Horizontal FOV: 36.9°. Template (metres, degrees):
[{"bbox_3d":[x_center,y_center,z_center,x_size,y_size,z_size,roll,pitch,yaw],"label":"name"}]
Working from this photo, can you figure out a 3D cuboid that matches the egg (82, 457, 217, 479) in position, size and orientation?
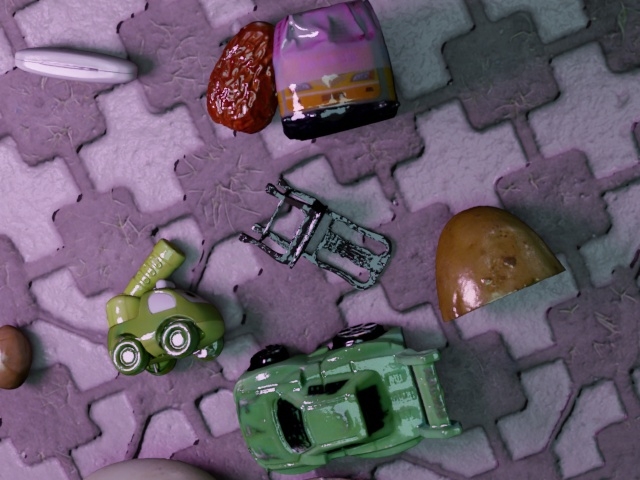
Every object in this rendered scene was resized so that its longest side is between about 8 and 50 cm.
[{"bbox_3d":[-0.278,0.471,1.601,0.295,0.218,0.218,14,102,15],"label":"egg"}]

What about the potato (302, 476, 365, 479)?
[{"bbox_3d":[0.058,0.530,1.657,0.264,0.211,0.189,36,145,28],"label":"potato"}]

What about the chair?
[{"bbox_3d":[0.000,0.000,1.549,0.229,0.113,0.106,29,103,1],"label":"chair"}]

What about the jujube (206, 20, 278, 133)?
[{"bbox_3d":[-0.110,-0.257,1.508,0.112,0.109,0.176,17,97,-33],"label":"jujube"}]

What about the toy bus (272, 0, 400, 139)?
[{"bbox_3d":[0.017,-0.237,1.362,0.171,0.386,0.162,-13,95,5],"label":"toy bus"}]

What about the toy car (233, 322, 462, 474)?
[{"bbox_3d":[0.037,0.266,1.561,0.359,0.176,0.213,-14,99,6],"label":"toy car"}]

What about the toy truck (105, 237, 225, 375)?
[{"bbox_3d":[-0.271,0.125,1.577,0.187,0.148,0.210,-36,74,10],"label":"toy truck"}]

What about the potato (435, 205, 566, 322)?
[{"bbox_3d":[0.258,0.024,1.516,0.203,0.178,0.158,-30,81,22],"label":"potato"}]

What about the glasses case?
[{"bbox_3d":[-0.389,-0.280,1.531,0.193,0.074,0.049,7,104,3],"label":"glasses case"}]

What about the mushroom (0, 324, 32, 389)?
[{"bbox_3d":[-0.666,0.207,1.621,0.350,0.128,0.128,-3,101,0],"label":"mushroom"}]
